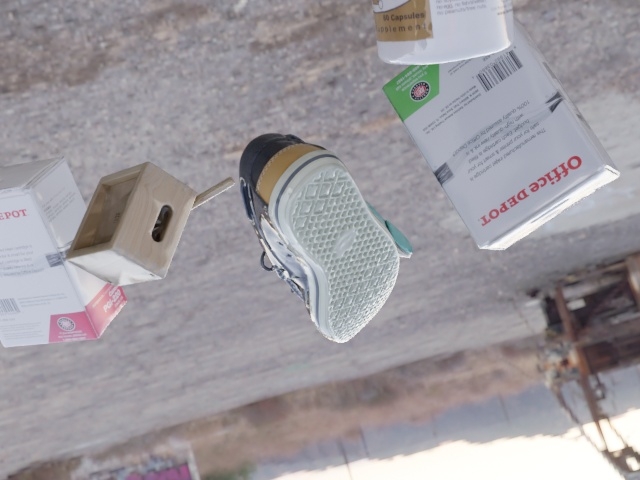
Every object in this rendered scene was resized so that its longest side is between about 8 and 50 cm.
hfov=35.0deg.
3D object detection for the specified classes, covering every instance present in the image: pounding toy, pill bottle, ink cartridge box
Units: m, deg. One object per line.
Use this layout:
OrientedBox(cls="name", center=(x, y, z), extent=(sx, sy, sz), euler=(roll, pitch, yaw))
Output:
OrientedBox(cls="pounding toy", center=(-0.191, -0.024, 1.143), extent=(0.100, 0.141, 0.130), euler=(34, 153, -32))
OrientedBox(cls="pill bottle", center=(0.105, -0.286, 0.939), extent=(0.131, 0.229, 0.131), euler=(-7, -164, 2))
OrientedBox(cls="ink cartridge box", center=(-0.362, 0.016, 1.272), extent=(0.159, 0.218, 0.092), euler=(-7, -151, 24))
OrientedBox(cls="ink cartridge box", center=(0.258, -0.157, 1.459), extent=(0.211, 0.289, 0.121), euler=(-35, 163, 21))

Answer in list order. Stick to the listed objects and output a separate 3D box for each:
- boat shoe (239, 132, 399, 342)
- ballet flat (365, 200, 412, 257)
OrientedBox(cls="boat shoe", center=(0.000, 0.000, 1.608), extent=(0.187, 0.156, 0.500), euler=(-44, 147, -11))
OrientedBox(cls="ballet flat", center=(0.095, -0.014, 1.730), extent=(0.052, 0.057, 0.168), euler=(-30, 134, 20))
